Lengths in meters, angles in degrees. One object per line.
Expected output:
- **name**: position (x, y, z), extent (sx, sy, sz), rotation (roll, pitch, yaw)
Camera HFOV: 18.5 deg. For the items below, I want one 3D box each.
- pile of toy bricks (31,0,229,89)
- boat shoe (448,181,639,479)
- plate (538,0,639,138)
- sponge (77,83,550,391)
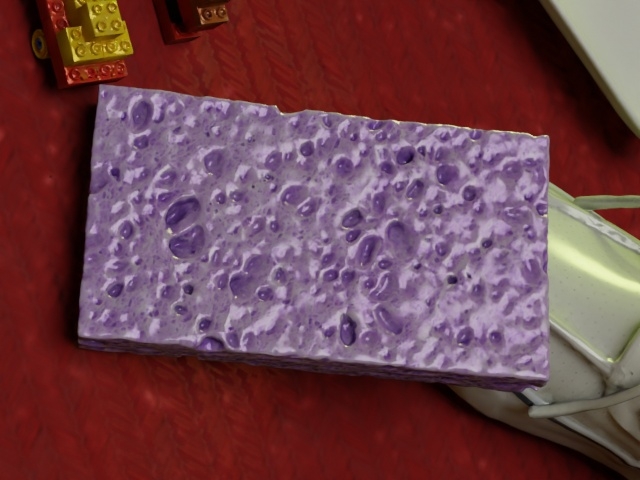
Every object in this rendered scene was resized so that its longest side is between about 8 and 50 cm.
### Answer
- **pile of toy bricks**: position (-0.089, -0.183, 0.866), extent (0.118, 0.105, 0.212), rotation (-13, 86, -37)
- **boat shoe**: position (0.193, 0.059, 0.954), extent (0.367, 0.156, 0.136), rotation (40, 50, -11)
- **plate**: position (0.165, -0.225, 1.096), extent (0.278, 0.045, 0.277), rotation (50, 55, -14)
- **sponge**: position (0.000, 0.000, 0.877), extent (0.210, 0.031, 0.117), rotation (6, 73, -7)
